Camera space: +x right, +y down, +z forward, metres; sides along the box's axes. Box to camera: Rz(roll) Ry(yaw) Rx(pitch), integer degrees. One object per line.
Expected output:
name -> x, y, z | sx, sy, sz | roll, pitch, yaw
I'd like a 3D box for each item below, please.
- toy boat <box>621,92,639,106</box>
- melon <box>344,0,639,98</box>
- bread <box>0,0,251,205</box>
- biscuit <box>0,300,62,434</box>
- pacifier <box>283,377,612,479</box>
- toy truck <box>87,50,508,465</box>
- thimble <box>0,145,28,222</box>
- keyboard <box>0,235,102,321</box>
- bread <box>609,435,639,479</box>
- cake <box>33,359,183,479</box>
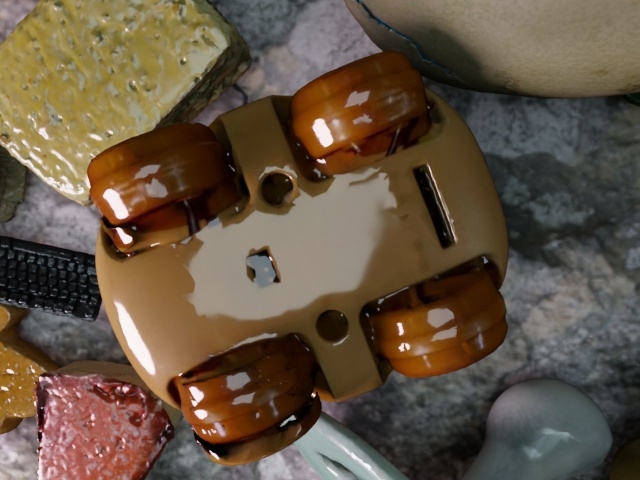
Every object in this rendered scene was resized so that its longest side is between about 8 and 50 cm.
toy boat -> 0.303, -0.198, 0.450 | 0.104, 0.052, 0.210 | 36, 96, -4
melon -> 0.150, -0.219, 0.342 | 0.330, 0.268, 0.268 | 5, 97, 28
bread -> -0.163, -0.134, 0.455 | 0.196, 0.102, 0.138 | -43, 91, 9
biscuit -> -0.350, 0.094, 0.520 | 0.212, 0.041, 0.238 | -16, 90, 3
pacifier -> 0.130, 0.214, 0.429 | 0.269, 0.288, 0.343 | -45, 97, -20
toy truck -> 0.000, 0.000, 0.409 | 0.288, 0.211, 0.204 | -22, 94, 1
thimble -> -0.293, -0.055, 0.475 | 0.062, 0.110, 0.084 | 25, 52, 0
keyboard -> -0.286, 0.023, 0.497 | 0.195, 0.018, 0.060 | 13, 73, -10
bread -> 0.416, 0.237, 0.383 | 0.361, 0.250, 0.394 | -21, 100, 5
cake -> -0.174, 0.212, 0.502 | 0.117, 0.086, 0.220 | 0, 95, 5
